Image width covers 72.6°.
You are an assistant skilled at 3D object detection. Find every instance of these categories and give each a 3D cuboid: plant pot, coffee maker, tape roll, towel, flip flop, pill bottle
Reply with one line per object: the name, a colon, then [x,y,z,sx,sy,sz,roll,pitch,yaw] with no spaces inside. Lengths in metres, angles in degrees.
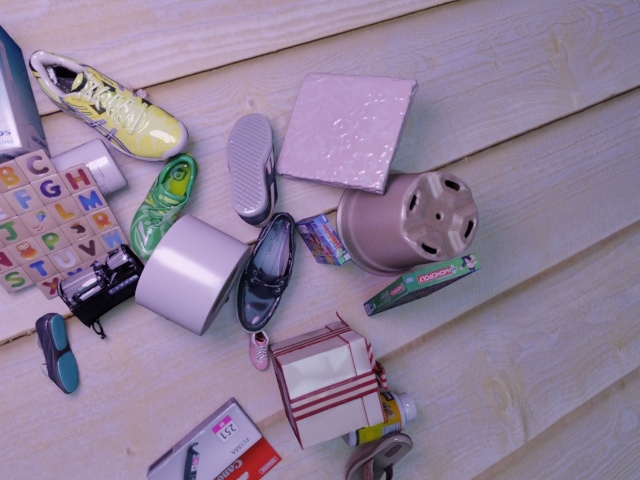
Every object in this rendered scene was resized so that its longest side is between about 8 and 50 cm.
plant pot: [0.249,-0.059,1.198,0.334,0.305,0.333,0,89,-17]
coffee maker: [-0.510,0.118,1.067,0.178,0.120,0.171,-32,138,-12]
tape roll: [-0.299,0.082,1.043,0.169,0.246,0.246,28,81,-3]
towel: [0.063,-0.298,1.174,0.332,0.053,0.316,15,84,26]
flip flop: [0.168,0.655,1.236,0.112,0.080,0.277,26,114,-23]
pill bottle: [-0.594,-0.137,1.026,0.229,0.131,0.131,-30,98,-15]
pill bottle: [0.164,0.510,1.263,0.215,0.117,0.117,-9,92,-18]

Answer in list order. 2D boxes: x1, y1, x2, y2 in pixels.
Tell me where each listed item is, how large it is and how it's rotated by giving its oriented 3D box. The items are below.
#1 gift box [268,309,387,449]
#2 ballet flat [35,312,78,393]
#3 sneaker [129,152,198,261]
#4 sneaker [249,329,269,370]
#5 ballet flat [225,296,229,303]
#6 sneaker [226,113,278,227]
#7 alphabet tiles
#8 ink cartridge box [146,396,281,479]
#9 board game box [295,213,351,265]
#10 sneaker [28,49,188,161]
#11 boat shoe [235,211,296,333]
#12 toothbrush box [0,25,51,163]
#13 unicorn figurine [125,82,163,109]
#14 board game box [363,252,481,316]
gift box: [0.021,0.348,1.151,0.258,0.255,0.276,-14,99,-15]
ballet flat: [-0.639,0.272,1.047,0.074,0.074,0.203,-11,99,-17]
sneaker: [-0.397,-0.091,1.091,0.109,0.123,0.295,22,84,-16]
sneaker: [-0.166,0.296,1.187,0.051,0.070,0.134,-9,93,-20]
ballet flat: [-0.330,0.170,1.159,0.173,0.049,0.057,-13,65,-22]
sneaker: [-0.181,-0.184,1.170,0.126,0.127,0.321,-3,64,6]
alphabet tiles: [-0.622,-0.023,0.985,0.285,0.011,0.342,-25,129,-16]
ink cartridge box: [-0.271,0.602,1.157,0.275,0.060,0.239,-38,99,-14]
board game box: [0.000,0.000,1.174,0.035,0.201,0.136,-34,100,-15]
sneaker: [-0.495,-0.303,1.011,0.385,0.147,0.145,25,85,0]
boat shoe: [-0.136,0.078,1.155,0.127,0.113,0.340,24,74,-10]
toothbrush box: [-0.716,-0.311,0.947,0.126,0.216,0.295,-16,95,-16]
unicorn figurine: [-0.456,-0.312,1.116,0.111,0.060,0.162,-45,87,-3]
board game box: [0.264,0.129,1.197,0.214,0.317,0.046,-15,74,-17]
